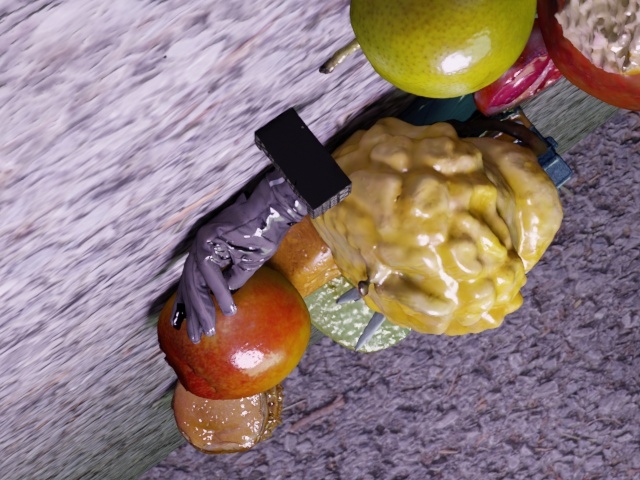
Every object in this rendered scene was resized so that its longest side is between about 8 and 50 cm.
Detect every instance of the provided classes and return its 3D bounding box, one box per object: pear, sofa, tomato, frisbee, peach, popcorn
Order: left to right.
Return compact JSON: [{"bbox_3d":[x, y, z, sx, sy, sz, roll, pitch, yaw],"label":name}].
[{"bbox_3d":[-0.135,0.138,1.567,0.231,0.231,0.231,-36,170,-7],"label":"peach"},{"bbox_3d":[-0.020,-0.088,1.174,0.060,0.118,0.039,-36,169,-12],"label":"sofa"},{"bbox_3d":[0.110,0.130,2.289,0.288,0.239,0.139,-36,170,-5],"label":"pear"},{"bbox_3d":[0.092,-0.210,0.956,0.216,0.166,0.180,-17,-173,10],"label":"pear"},{"bbox_3d":[0.192,-0.189,1.659,0.290,0.049,0.289,-36,170,-7],"label":"frisbee"},{"bbox_3d":[0.172,-0.043,1.465,0.382,0.349,0.349,-42,172,-16],"label":"popcorn"},{"bbox_3d":[0.291,-0.268,1.495,0.189,0.099,0.173,-25,162,-41],"label":"tomato"}]

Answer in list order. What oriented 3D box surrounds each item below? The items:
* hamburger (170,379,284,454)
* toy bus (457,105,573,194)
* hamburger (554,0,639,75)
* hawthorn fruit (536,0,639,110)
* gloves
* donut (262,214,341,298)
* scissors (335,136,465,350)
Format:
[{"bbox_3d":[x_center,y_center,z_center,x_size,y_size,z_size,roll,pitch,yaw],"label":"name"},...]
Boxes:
[{"bbox_3d":[-0.200,0.370,2.349,0.260,0.245,0.211,-57,169,-3],"label":"hamburger"},{"bbox_3d":[0.331,-0.150,1.815,0.162,0.194,0.323,-39,-178,13],"label":"toy bus"},{"bbox_3d":[0.378,-0.328,0.894,0.287,0.268,0.445,-21,166,-10],"label":"hamburger"},{"bbox_3d":[0.410,-0.300,1.232,0.308,0.308,0.325,-41,169,19],"label":"hawthorn fruit"},{"bbox_3d":[-0.108,0.013,1.363,0.285,0.119,0.142,-53,160,8],"label":"gloves"},{"bbox_3d":[0.000,0.000,1.673,0.227,0.113,0.226,-36,168,-8],"label":"donut"},{"bbox_3d":[0.164,0.038,1.663,0.383,0.256,0.029,-45,152,27],"label":"scissors"}]
